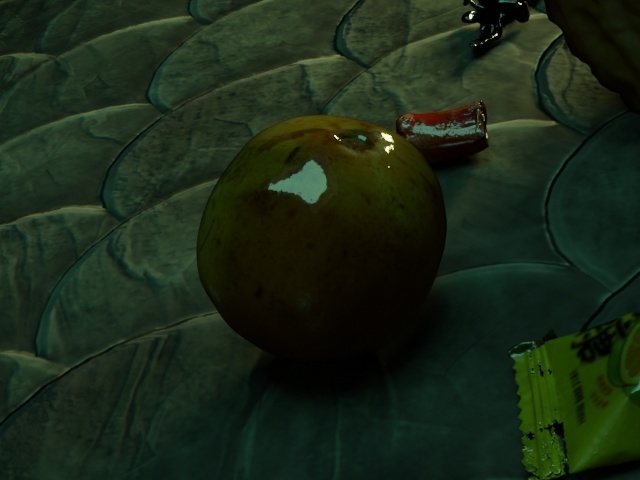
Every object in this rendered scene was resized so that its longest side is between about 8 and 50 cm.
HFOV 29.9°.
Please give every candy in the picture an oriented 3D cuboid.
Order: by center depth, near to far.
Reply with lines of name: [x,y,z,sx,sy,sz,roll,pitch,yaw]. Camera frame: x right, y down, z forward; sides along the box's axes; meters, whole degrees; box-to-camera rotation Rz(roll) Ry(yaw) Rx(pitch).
candy: [0.313,0.111,1.053,0.297,0.081,0.187,-21,30,17]

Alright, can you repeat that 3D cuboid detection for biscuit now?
biscuit: [0.394,-0.294,1.392,0.107,0.326,0.325,-35,36,-24]

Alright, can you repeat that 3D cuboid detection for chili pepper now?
chili pepper: [0.150,-0.134,1.515,0.123,0.073,0.070,-8,-9,13]

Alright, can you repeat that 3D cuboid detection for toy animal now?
toy animal: [0.263,-0.342,1.791,0.108,0.062,0.220,22,46,22]

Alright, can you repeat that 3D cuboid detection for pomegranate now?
pomegranate: [0.000,0.000,1.227,0.264,0.264,0.264,-13,32,9]
